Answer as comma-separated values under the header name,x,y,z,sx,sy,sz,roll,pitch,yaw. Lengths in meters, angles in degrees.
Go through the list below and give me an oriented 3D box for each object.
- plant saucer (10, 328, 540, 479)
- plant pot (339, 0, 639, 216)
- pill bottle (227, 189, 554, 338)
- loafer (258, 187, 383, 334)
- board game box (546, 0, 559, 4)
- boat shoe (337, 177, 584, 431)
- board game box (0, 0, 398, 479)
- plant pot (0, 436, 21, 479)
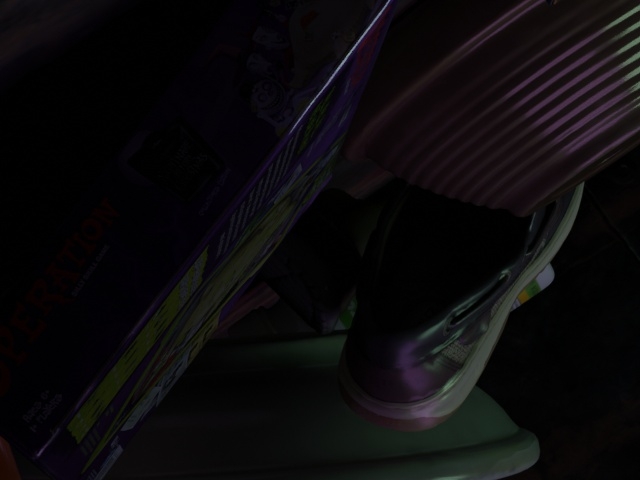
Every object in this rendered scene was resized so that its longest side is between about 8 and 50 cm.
name,x,y,z,sx,sy,sz,roll,pitch,yaw
plant saucer,-0.056,0.116,1.332,0.400,0.100,0.400,-5,178,0
plant pot,0.123,-0.089,1.038,0.237,0.109,0.237,-34,173,-4
pill bottle,0.053,0.044,1.593,0.246,0.136,0.136,-34,174,2
loafer,0.000,0.000,1.255,0.087,0.094,0.251,-45,179,-2
board game box,0.153,-0.178,0.786,0.165,0.042,0.243,-34,174,0
boat shoe,0.092,-0.021,1.161,0.285,0.103,0.092,-59,166,-31
board game box,-0.057,0.006,0.805,0.208,0.056,0.347,-49,177,-10
plant pot,-0.213,0.151,0.812,0.188,0.205,0.205,-17,172,-7
